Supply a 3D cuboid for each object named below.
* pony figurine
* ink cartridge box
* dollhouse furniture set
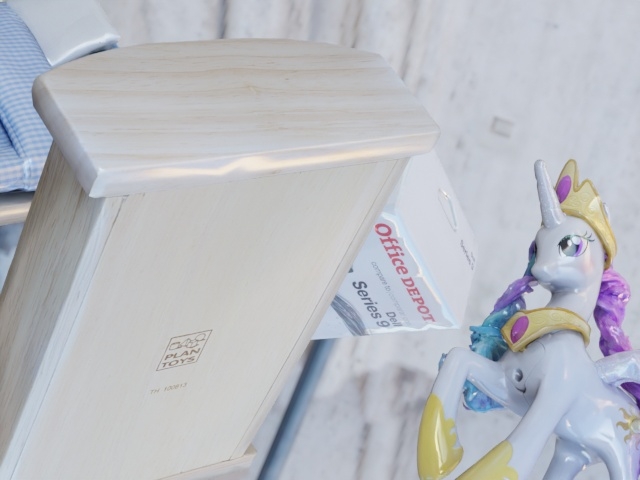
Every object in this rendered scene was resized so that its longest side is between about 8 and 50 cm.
[{"bbox_3d":[0.242,0.151,1.225,0.351,0.302,0.363,45,53,-26],"label":"pony figurine"},{"bbox_3d":[0.000,0.000,1.541,0.211,0.289,0.122,58,36,-41],"label":"ink cartridge box"},{"bbox_3d":[-0.160,-0.060,0.549,0.286,0.303,0.198,-10,141,-38],"label":"dollhouse furniture set"}]
